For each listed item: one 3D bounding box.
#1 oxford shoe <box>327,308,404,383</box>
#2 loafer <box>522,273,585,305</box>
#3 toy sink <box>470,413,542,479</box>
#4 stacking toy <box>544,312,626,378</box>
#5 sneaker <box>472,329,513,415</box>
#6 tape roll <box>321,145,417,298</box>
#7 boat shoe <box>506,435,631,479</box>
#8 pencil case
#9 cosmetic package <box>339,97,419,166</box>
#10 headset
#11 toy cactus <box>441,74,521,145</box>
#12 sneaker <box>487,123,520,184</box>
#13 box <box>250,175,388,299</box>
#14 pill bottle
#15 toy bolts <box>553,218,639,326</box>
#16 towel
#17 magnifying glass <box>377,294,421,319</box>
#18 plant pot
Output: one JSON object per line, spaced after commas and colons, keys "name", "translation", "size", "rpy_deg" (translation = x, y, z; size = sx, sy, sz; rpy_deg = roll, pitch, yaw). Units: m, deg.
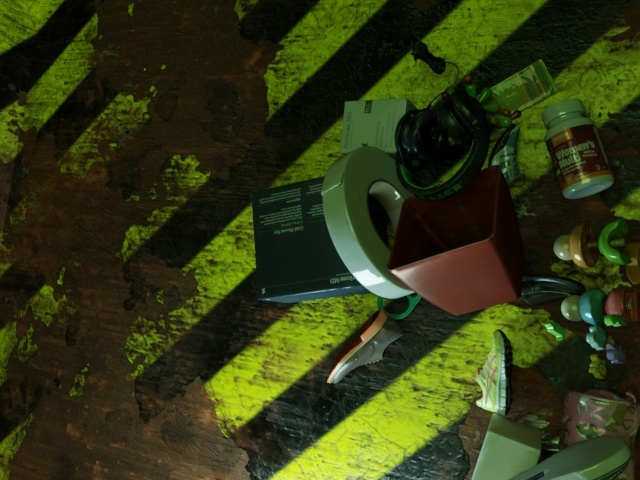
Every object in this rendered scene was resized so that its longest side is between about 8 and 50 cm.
{"name": "oxford shoe", "translation": [0.116, 0.310, 1.837], "size": [0.098, 0.097, 0.271], "rpy_deg": [37, 117, -5]}
{"name": "loafer", "translation": [0.535, 0.123, 1.664], "size": [0.220, 0.080, 0.078], "rpy_deg": [5, 89, 37]}
{"name": "toy sink", "translation": [0.427, 0.553, 1.590], "size": [0.131, 0.153, 0.234], "rpy_deg": [18, 97, 18]}
{"name": "stacking toy", "translation": [0.629, 0.235, 1.498], "size": [0.167, 0.221, 0.052], "rpy_deg": [-22, 39, 51]}
{"name": "sneaker", "translation": [0.423, 0.324, 1.684], "size": [0.094, 0.081, 0.208], "rpy_deg": [1, 83, 29]}
{"name": "tape roll", "translation": [0.156, -0.047, 1.701], "size": [0.072, 0.392, 0.391], "rpy_deg": [-25, 71, 37]}
{"name": "boat shoe", "translation": [0.521, 0.549, 1.431], "size": [0.341, 0.127, 0.158], "rpy_deg": [-34, 90, 22]}
{"name": "pencil case", "translation": [0.617, 0.520, 1.512], "size": [0.167, 0.160, 0.385], "rpy_deg": [5, 83, -5]}
{"name": "cosmetic package", "translation": [0.170, -0.293, 1.865], "size": [0.184, 0.151, 0.151], "rpy_deg": [3, 82, 28]}
{"name": "headset", "translation": [0.280, -0.293, 1.667], "size": [0.243, 0.185, 0.394], "rpy_deg": [-17, 56, 40]}
{"name": "toy cactus", "translation": [0.387, -0.325, 1.757], "size": [0.219, 0.112, 0.180], "rpy_deg": [38, 89, 23]}
{"name": "sneaker", "translation": [0.474, -0.196, 1.749], "size": [0.081, 0.080, 0.211], "rpy_deg": [20, 92, 6]}
{"name": "box", "translation": [0.000, 0.000, 1.893], "size": [0.343, 0.179, 0.312], "rpy_deg": [-9, 77, 26]}
{"name": "pill bottle", "translation": [0.616, -0.221, 1.644], "size": [0.121, 0.121, 0.221], "rpy_deg": [-20, 74, 23]}
{"name": "toy bolts", "translation": [0.636, 0.087, 1.547], "size": [0.159, 0.218, 0.228], "rpy_deg": [-10, 67, 44]}
{"name": "towel", "translation": [0.492, -0.375, 1.787], "size": [0.237, 0.021, 0.102], "rpy_deg": [-28, 70, 21]}
{"name": "magnifying glass", "translation": [0.256, 0.134, 1.812], "size": [0.231, 0.026, 0.092], "rpy_deg": [-31, 107, 14]}
{"name": "plant pot", "translation": [0.351, 0.023, 1.630], "size": [0.267, 0.235, 0.267], "rpy_deg": [-20, 33, 32]}
